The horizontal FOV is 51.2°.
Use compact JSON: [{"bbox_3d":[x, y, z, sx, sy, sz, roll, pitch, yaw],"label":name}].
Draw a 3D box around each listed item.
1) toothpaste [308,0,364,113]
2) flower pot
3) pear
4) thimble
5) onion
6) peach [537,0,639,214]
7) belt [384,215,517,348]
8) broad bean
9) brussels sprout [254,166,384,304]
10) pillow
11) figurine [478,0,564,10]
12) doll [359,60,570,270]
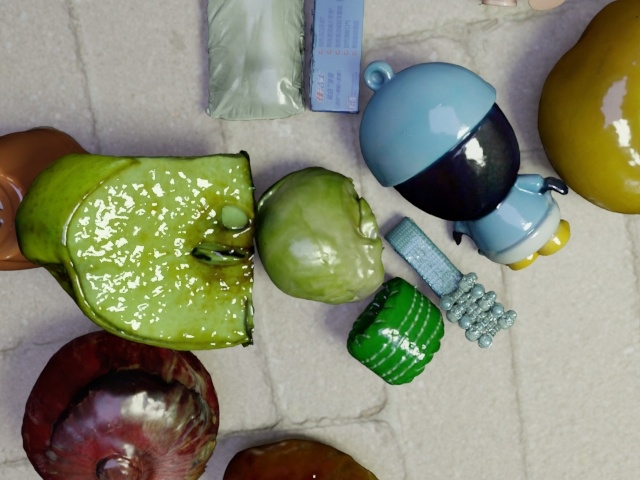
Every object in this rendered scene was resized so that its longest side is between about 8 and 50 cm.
[{"bbox_3d":[0.022,-0.293,0.815,0.066,0.053,0.272,3,99,0],"label":"toothpaste"},{"bbox_3d":[-0.379,-0.043,0.828,0.191,0.173,0.190,1,101,3],"label":"flower pot"},{"bbox_3d":[-0.210,0.017,0.771,0.255,0.164,0.238,-7,102,-32],"label":"pear"},{"bbox_3d":[0.095,0.113,0.839,0.090,0.130,0.118,37,139,-3],"label":"thimble"},{"bbox_3d":[-0.250,0.235,0.855,0.246,0.190,0.246,-4,110,-10],"label":"onion"},{"bbox_3d":[0.376,-0.149,0.761,0.251,0.153,0.251,-5,110,-13],"label":"peach"},{"bbox_3d":[0.155,0.048,0.839,0.179,0.100,0.065,44,96,-1],"label":"belt"},{"bbox_3d":[-0.020,0.348,0.892,0.229,0.122,0.156,12,75,-4],"label":"broad bean"},{"bbox_3d":[-0.007,0.003,0.831,0.145,0.131,0.183,-25,97,-14],"label":"brussels sprout"},{"bbox_3d":[-0.078,-0.263,0.827,0.128,0.051,0.229,2,98,1],"label":"pillow"},{"bbox_3d":[0.244,-0.400,0.741,0.200,0.133,0.276,4,105,-8],"label":"figurine"},{"bbox_3d":[0.164,-0.094,0.795,0.314,0.141,0.177,44,131,-15],"label":"doll"}]
